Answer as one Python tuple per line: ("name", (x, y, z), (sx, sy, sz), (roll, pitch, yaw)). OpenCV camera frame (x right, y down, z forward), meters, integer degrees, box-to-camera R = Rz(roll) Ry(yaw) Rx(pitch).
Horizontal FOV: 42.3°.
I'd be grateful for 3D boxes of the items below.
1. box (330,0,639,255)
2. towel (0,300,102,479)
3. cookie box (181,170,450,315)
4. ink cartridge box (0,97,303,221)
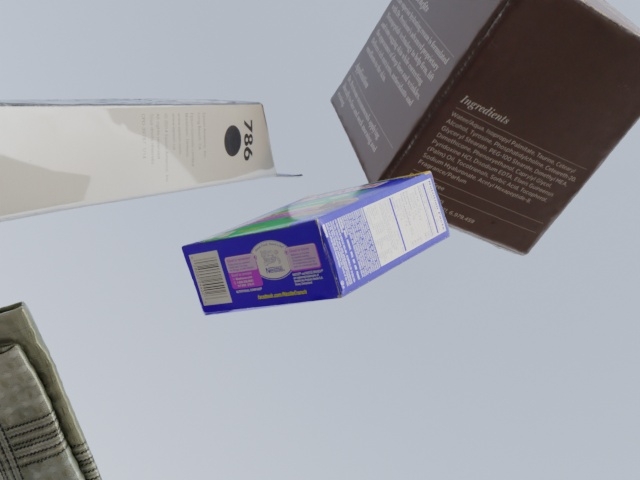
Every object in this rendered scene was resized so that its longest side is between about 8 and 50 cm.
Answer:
("box", (0.140, -0.129, 0.689), (0.167, 0.168, 0.203), (20, -60, -26))
("towel", (-0.368, 0.237, 0.789), (0.312, 0.056, 0.324), (-15, -76, 9))
("cookie box", (0.000, 0.000, 0.428), (0.092, 0.107, 0.040), (-10, -81, 38))
("ink cartridge box", (-0.156, -0.065, 0.554), (0.165, 0.333, 0.065), (5, -81, 25))
